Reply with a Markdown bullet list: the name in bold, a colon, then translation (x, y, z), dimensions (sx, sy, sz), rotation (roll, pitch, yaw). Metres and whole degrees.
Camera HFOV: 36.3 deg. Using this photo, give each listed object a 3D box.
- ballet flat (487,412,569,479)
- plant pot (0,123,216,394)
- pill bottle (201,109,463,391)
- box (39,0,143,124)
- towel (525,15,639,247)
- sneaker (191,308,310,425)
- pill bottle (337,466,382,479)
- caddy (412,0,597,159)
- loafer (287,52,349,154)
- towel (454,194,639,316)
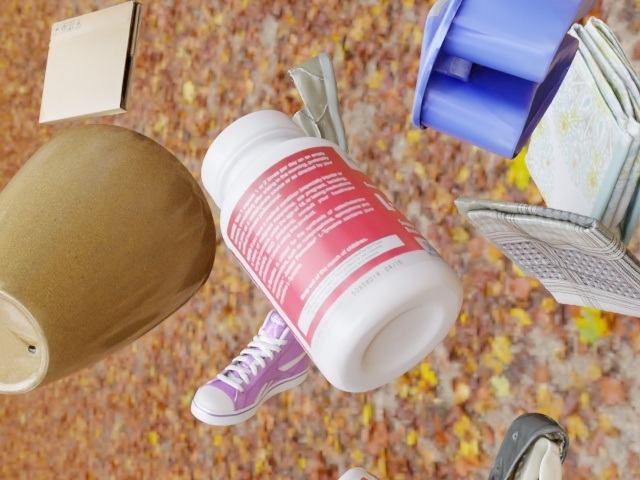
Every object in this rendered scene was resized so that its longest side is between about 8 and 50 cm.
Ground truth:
- **ballet flat**: translation (0.239, 0.347, 1.224), dimensions (0.096, 0.095, 0.281), rotation (-8, 57, 64)
- **plant pot**: translation (-0.260, 0.034, 0.984), dimensions (0.254, 0.237, 0.237), rotation (-57, -10, -60)
- **pill bottle**: translation (0.000, 0.000, 1.413), dimensions (0.408, 0.229, 0.229), rotation (50, 132, 31)
- **box**: translation (-0.346, -0.261, 1.457), dimensions (0.201, 0.021, 0.165), rotation (-2, 79, 40)
- **towel**: translation (0.486, -0.164, 1.756), dimensions (0.375, 0.090, 0.321), rotation (96, 166, -47)
- **sneaker**: translation (-0.117, 0.206, 1.718), dimensions (0.102, 0.282, 0.161), rotation (26, 121, 26)
- **pill bottle**: translation (0.144, 0.543, 1.670), dimensions (0.322, 0.181, 0.182), rotation (30, 119, 18)
- **caddy**: translation (0.222, -0.258, 1.217), dimensions (0.341, 0.179, 0.241), rotation (-50, -18, -46)
- **loafer**: translation (-0.004, -0.192, 1.671), dimensions (0.094, 0.087, 0.251), rotation (83, 178, -81)
- **towel**: translation (0.414, 0.035, 1.649), dimensions (0.324, 0.312, 0.056), rotation (15, 73, 55)
